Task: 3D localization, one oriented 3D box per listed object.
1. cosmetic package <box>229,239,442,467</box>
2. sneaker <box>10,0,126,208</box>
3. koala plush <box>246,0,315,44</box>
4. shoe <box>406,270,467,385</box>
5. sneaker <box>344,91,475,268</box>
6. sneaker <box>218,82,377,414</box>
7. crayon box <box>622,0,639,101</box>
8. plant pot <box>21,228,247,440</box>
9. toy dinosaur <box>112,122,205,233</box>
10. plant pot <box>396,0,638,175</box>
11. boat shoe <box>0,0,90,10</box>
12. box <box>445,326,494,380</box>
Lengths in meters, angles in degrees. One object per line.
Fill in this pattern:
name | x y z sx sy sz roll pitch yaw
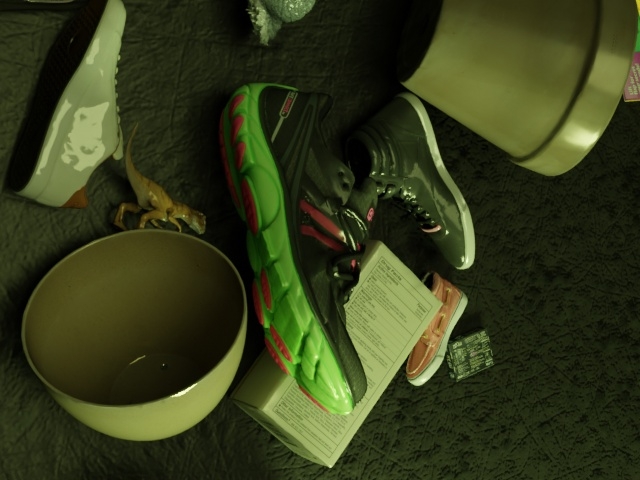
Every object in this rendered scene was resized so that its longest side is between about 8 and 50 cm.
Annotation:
cosmetic package | 0.026 0.164 1.690 0.160 0.113 0.309 45 70 -24
sneaker | -0.306 -0.180 1.492 0.123 0.106 0.290 22 90 -38
koala plush | -0.070 -0.400 1.572 0.196 0.203 0.221 -38 122 -23
shoe | 0.166 0.138 1.802 0.081 0.063 0.178 38 69 -25
sneaker | 0.131 -0.069 1.749 0.147 0.104 0.295 -28 100 -24
sneaker | 0.000 0.000 1.557 0.202 0.185 0.482 -10 81 -18
crayon box | 0.638 -0.474 2.016 0.313 0.106 0.363 -28 106 -26
plant pot | -0.229 0.151 1.478 0.284 0.284 0.191 -35 145 -24
toy dinosaur | -0.240 -0.061 1.548 0.112 0.064 0.211 -61 141 -16
plant pot | 0.280 -0.289 1.726 0.280 0.323 0.323 16 85 -14
boat shoe | -0.364 -0.350 1.440 0.335 0.095 0.112 -15 100 -29
box | 0.247 0.189 1.875 0.083 0.018 0.067 -21 103 -28
